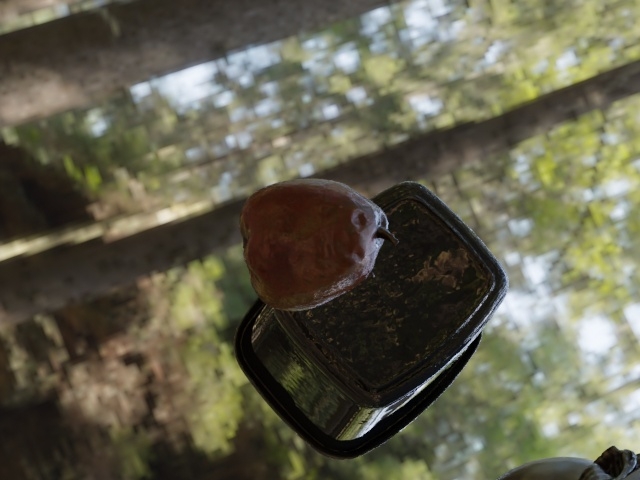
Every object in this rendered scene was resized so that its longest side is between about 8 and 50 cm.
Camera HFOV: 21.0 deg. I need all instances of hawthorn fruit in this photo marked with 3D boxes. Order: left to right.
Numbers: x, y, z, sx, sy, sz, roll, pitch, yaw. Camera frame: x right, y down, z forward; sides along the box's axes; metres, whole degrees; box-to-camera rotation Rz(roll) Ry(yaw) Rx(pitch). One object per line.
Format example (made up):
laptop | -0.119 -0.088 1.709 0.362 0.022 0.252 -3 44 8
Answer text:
hawthorn fruit | 0.000 0.000 1.045 0.081 0.093 0.081 -10 90 -87

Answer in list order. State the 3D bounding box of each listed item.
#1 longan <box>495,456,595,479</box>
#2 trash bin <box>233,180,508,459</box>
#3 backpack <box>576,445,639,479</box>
longan | 0.297 0.405 2.069 0.297 0.297 0.297 38 -41 43
trash bin | 0.043 0.072 1.519 0.182 0.209 0.290 48 -13 5
backpack | 0.214 0.318 1.469 0.197 0.317 0.283 62 -1 -12
